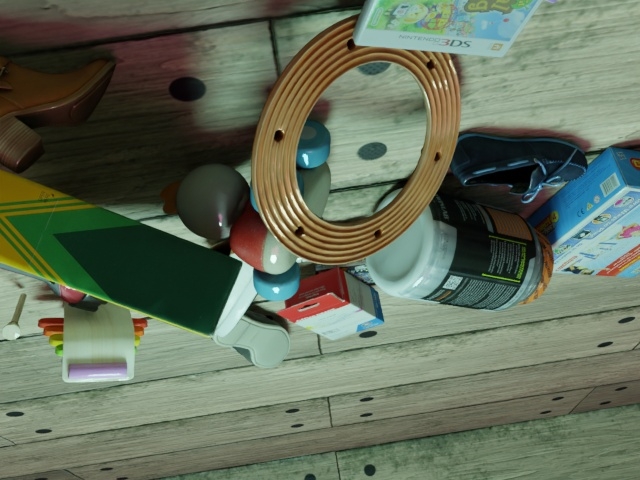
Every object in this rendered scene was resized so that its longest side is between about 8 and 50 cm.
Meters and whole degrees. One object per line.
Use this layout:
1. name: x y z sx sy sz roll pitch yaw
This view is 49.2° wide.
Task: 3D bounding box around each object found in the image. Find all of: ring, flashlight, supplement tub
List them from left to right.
1. flashlight: -0.495 0.034 1.158 0.304 0.103 0.103 24 109 -40
2. ring: 0.052 -0.125 0.909 0.337 0.032 0.336 -20 126 -30
3. supplement tub: 0.255 0.023 1.249 0.316 0.193 0.193 12 145 -32

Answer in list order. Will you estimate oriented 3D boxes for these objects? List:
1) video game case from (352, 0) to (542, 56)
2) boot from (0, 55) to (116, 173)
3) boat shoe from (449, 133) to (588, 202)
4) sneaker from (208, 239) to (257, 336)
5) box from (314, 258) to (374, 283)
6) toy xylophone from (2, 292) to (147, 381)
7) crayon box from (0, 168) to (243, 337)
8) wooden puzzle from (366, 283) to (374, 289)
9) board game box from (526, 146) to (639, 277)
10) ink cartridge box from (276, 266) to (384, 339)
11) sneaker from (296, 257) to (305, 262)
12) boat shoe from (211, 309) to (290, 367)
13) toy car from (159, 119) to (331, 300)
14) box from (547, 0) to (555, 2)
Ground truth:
1. video game case: 0.155 -0.277 0.740 0.193 0.023 0.212 0 154 -15
2. boot: -0.346 -0.186 0.803 0.152 0.197 0.073 38 145 -3
3. boat shoe: 0.322 -0.108 1.140 0.258 0.089 0.109 -1 150 -15
4. sneaker: -0.166 0.068 1.306 0.123 0.106 0.290 32 132 -1
5. box: 0.058 0.063 1.433 0.137 0.027 0.094 -8 150 -2
6. toy xylophone: -0.441 0.160 1.277 0.236 0.081 0.322 4 -169 -12
7. crayon box: -0.281 0.024 0.936 0.313 0.106 0.363 23 171 -9
8. wooden puzzle: 0.088 0.110 1.549 0.049 0.006 0.083 -22 149 21
9. board game box: 0.580 -0.040 1.340 0.302 0.086 0.308 4 149 -23
10. ink cartridge box: 0.018 0.127 1.426 0.134 0.078 0.231 -22 150 23
11. sneaker: 0.000 0.000 1.265 0.170 0.063 0.075 -8 158 9
12. boat shoe: -0.168 0.201 1.573 0.112 0.095 0.335 -50 150 -2
13. toy car: -0.121 -0.066 1.045 0.238 0.210 0.219 17 139 11
14. box: 0.183 -0.359 0.681 0.293 0.057 0.201 6 149 -27
